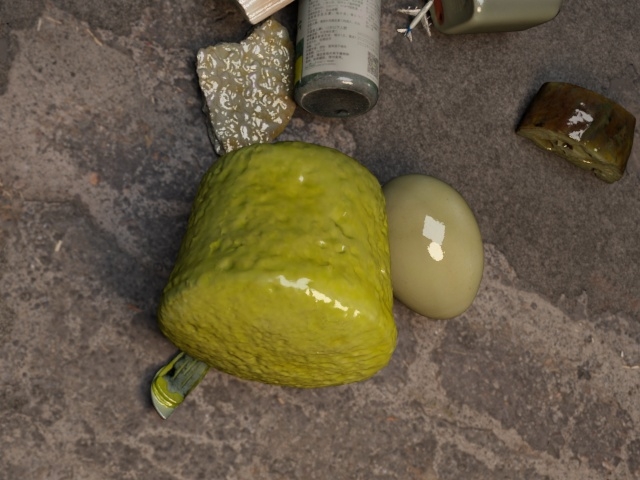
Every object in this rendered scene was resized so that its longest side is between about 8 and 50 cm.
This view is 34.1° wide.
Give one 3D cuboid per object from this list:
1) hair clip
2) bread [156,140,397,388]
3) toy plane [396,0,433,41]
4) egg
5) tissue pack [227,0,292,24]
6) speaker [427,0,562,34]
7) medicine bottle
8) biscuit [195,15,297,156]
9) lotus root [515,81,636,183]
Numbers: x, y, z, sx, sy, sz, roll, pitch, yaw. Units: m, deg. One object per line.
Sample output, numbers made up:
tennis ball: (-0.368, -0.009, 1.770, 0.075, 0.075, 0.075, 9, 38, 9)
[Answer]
hair clip: (-0.202, 0.195, 1.615, 0.060, 0.033, 0.188, 47, 55, -5)
bread: (-0.057, 0.040, 1.540, 0.348, 0.348, 0.308, 14, 60, -20)
toy plane: (0.174, -0.398, 1.871, 0.078, 0.024, 0.084, 35, 97, -13)
egg: (0.174, 0.012, 1.722, 0.188, 0.188, 0.254, -30, 103, -24)
tissue pack: (-0.025, -0.489, 1.699, 0.325, 0.071, 0.170, -34, 50, -7)
speaker: (0.278, -0.571, 1.854, 0.184, 0.183, 0.406, -13, 93, -27)
medicine bottle: (0.031, -0.362, 1.746, 0.141, 0.141, 0.293, 10, 71, -21)
biscuit: (-0.125, -0.258, 1.724, 0.188, 0.040, 0.266, 28, 70, -17)
lotus root: (0.491, -0.202, 1.935, 0.234, 0.138, 0.119, 25, 82, -23)
